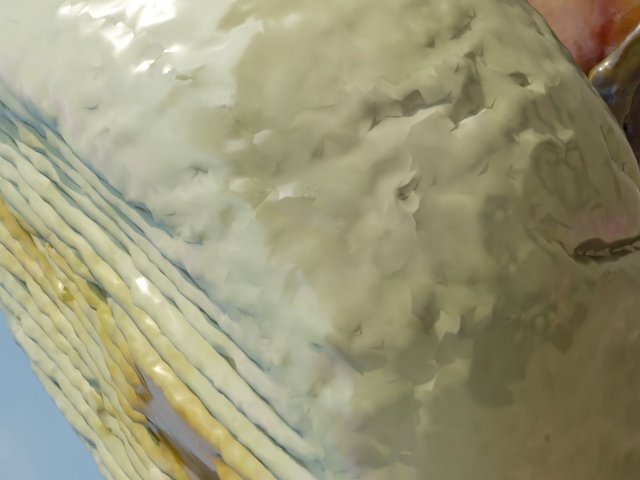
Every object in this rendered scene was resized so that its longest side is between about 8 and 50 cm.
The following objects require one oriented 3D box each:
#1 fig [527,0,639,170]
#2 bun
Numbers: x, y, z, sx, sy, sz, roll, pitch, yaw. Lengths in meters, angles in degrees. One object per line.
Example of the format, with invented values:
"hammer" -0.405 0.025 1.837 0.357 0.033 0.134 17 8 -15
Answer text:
"fig" 0.160 -0.112 0.900 0.205 0.205 0.205 3 -90 -73
"bun" 0.000 0.000 0.471 0.153 0.244 0.244 -32 -48 -27
